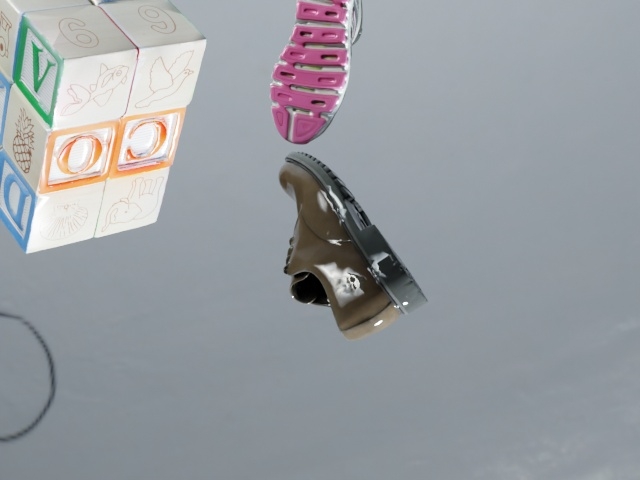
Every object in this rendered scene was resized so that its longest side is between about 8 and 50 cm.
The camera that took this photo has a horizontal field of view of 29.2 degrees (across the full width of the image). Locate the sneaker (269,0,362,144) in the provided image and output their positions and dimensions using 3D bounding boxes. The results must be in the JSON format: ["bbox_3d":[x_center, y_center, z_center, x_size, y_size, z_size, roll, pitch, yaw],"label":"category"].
[{"bbox_3d":[0.002,-0.162,1.023,0.063,0.075,0.170,9,90,11],"label":"sneaker"}]

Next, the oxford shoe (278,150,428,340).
[{"bbox_3d":[0.000,0.000,1.060,0.096,0.227,0.083,-37,130,5],"label":"oxford shoe"}]

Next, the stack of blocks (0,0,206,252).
[{"bbox_3d":[-0.187,-0.157,0.708,0.087,0.297,0.171,-16,141,-37],"label":"stack of blocks"}]
